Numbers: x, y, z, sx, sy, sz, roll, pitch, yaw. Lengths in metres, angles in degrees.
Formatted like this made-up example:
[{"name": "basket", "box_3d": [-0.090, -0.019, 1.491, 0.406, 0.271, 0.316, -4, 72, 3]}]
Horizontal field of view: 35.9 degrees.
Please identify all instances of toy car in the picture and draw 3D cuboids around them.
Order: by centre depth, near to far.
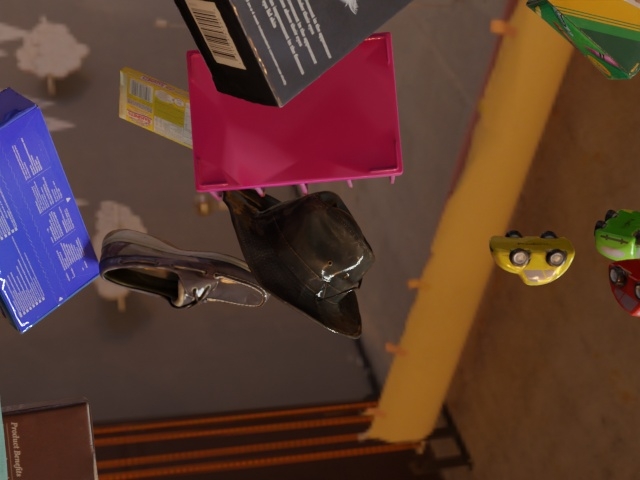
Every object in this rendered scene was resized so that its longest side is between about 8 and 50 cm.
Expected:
[{"name": "toy car", "box_3d": [0.344, 0.020, 1.179, 0.239, 0.225, 0.053, 17, -62, 31]}]

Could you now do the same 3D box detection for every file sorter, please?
[{"name": "file sorter", "box_3d": [-0.033, -0.172, 1.468, 0.182, 0.290, 0.202, 61, 24, -84]}]

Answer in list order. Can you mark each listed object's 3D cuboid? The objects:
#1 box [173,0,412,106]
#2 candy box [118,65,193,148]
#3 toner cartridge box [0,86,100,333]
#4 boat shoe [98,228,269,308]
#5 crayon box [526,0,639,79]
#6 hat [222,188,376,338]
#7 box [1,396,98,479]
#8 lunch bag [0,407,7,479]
[{"name": "box", "box_3d": [-0.024, -0.246, 0.906, 0.108, 0.207, 0.153, 23, -34, 47]}, {"name": "candy box", "box_3d": [-0.275, -0.234, 1.797, 0.027, 0.206, 0.105, -54, 163, -43]}, {"name": "toner cartridge box", "box_3d": [-0.446, -0.036, 1.443, 0.075, 0.165, 0.348, 32, -33, 32]}, {"name": "boat shoe", "box_3d": [-0.219, 0.066, 1.589, 0.103, 0.285, 0.092, 121, -18, -46]}, {"name": "crayon box", "box_3d": [0.434, -0.377, 1.338, 0.278, 0.165, 0.081, -51, -170, 1]}, {"name": "hat", "box_3d": [0.000, 0.000, 1.572, 0.134, 0.331, 0.331, -38, -136, 19]}, {"name": "box", "box_3d": [-0.473, 0.315, 1.234, 0.143, 0.381, 0.191, 160, -76, -75]}, {"name": "lunch bag", "box_3d": [-0.390, 0.152, 0.880, 0.223, 0.160, 0.262, 55, 28, -67]}]
